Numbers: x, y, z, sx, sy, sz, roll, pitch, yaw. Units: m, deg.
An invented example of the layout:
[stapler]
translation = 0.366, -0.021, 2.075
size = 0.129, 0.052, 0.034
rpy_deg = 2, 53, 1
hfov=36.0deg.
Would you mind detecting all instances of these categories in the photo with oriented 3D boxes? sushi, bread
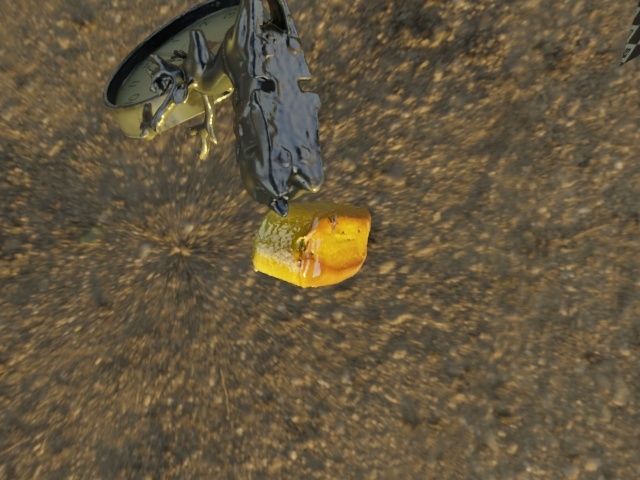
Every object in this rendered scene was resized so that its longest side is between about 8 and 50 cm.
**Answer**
[sushi]
translation = 0.421, -0.268, 1.171
size = 0.026, 0.126, 0.120
rpy_deg = 32, 62, -15
[bread]
translation = 0.000, 0.000, 1.276
size = 0.094, 0.245, 0.102
rpy_deg = 18, 98, 20

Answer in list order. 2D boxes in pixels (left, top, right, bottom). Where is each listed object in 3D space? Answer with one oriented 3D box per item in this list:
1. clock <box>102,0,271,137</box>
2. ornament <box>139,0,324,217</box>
[clock]
translation = -0.222, -0.301, 1.663
size = 0.325, 0.325, 0.067
rpy_deg = -39, 122, -7
[ornament]
translation = -0.092, -0.107, 0.916
size = 0.080, 0.236, 0.202
rpy_deg = -6, 85, -37
